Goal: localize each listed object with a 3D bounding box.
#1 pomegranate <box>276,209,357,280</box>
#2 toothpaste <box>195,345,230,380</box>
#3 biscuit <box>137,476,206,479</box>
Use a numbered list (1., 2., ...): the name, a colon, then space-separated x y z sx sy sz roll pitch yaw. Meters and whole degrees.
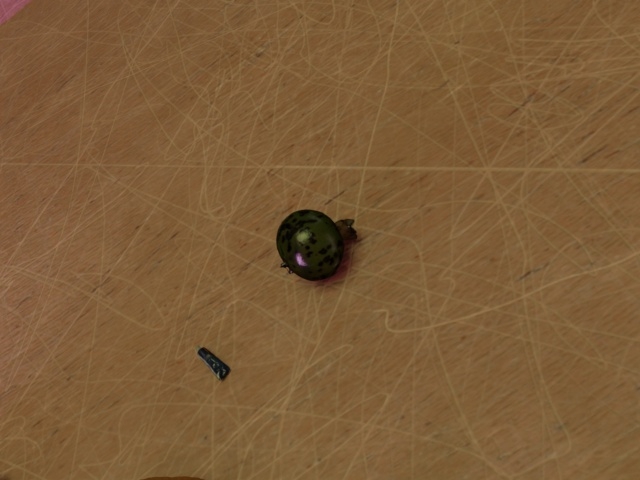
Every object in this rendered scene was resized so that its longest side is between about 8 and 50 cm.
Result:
1. pomegranate: 0.000 0.000 1.222 0.162 0.122 0.122 -26 45 -24
2. toothpaste: -0.185 0.204 1.255 0.027 0.019 0.083 -40 52 -20
3. biscuit: -0.263 0.523 1.055 0.385 0.062 0.365 -28 52 5
